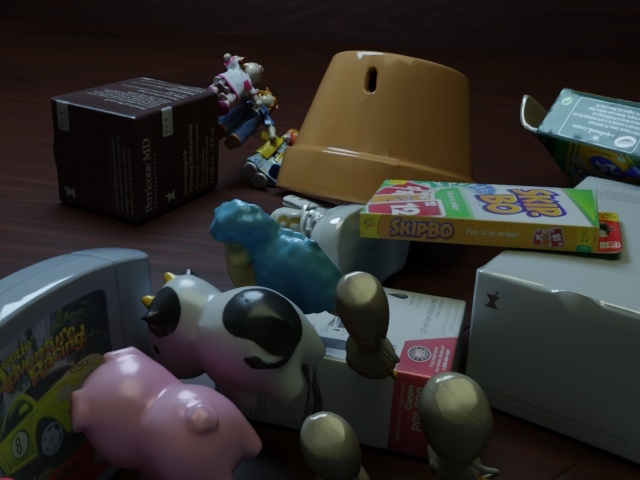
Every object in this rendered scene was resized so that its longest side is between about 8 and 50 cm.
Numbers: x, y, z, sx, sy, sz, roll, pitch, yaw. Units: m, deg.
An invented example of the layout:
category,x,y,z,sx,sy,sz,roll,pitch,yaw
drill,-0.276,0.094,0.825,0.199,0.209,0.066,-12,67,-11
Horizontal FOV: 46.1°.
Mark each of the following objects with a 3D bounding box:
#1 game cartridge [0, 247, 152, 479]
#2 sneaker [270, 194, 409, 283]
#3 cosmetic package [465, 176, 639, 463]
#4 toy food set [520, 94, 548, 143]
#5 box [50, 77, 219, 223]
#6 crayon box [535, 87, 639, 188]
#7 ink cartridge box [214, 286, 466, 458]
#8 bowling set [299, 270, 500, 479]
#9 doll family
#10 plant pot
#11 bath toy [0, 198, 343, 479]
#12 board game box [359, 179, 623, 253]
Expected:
category,x,y,z,sx,sy,sz,roll,pitch,yaw
game cartridge,-0.213,0.124,0.555,0.060,0.196,0.294,4,24,21
sneaker,0.000,0.000,0.937,0.169,0.108,0.292,9,3,18
cosmetic package,0.320,0.058,0.822,0.197,0.155,0.365,18,29,31
toy food set,0.505,-0.151,1.262,0.219,0.092,0.306,27,2,-43
box,-0.285,-0.150,1.188,0.167,0.169,0.203,16,27,24
crayon box,0.466,-0.073,1.064,0.323,0.083,0.203,37,-6,-41
ink cartridge box,0.024,0.112,0.741,0.217,0.092,0.158,7,24,14
bowling set,0.048,0.182,0.534,0.200,0.154,0.287,-35,58,-13
doll family,-0.104,-0.195,1.315,0.118,0.263,0.163,-34,11,45
plant pot,0.097,-0.146,1.078,0.290,0.204,0.291,12,4,-1
bath toy,-0.114,0.116,0.559,0.151,0.129,0.348,-16,30,41
board game box,0.181,-0.028,0.799,0.259,0.039,0.124,7,23,16
